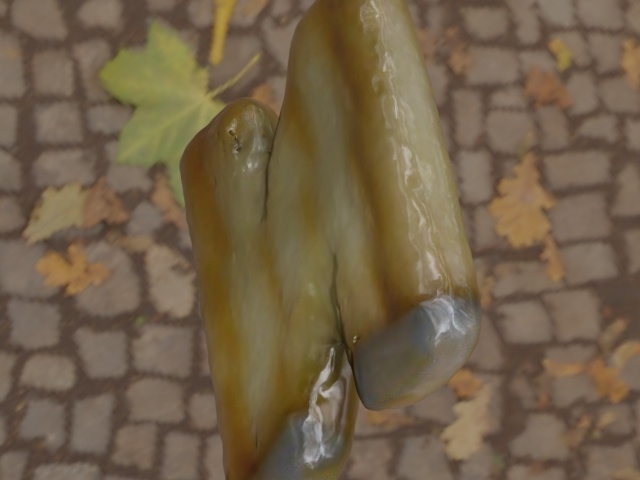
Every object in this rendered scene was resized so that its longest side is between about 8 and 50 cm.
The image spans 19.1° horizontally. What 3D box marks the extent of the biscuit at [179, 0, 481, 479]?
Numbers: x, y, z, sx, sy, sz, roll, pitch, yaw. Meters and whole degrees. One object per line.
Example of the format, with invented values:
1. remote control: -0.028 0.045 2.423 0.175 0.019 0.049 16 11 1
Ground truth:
1. biscuit: 0.000 0.000 1.155 0.062 0.237 0.291 13 48 -32
